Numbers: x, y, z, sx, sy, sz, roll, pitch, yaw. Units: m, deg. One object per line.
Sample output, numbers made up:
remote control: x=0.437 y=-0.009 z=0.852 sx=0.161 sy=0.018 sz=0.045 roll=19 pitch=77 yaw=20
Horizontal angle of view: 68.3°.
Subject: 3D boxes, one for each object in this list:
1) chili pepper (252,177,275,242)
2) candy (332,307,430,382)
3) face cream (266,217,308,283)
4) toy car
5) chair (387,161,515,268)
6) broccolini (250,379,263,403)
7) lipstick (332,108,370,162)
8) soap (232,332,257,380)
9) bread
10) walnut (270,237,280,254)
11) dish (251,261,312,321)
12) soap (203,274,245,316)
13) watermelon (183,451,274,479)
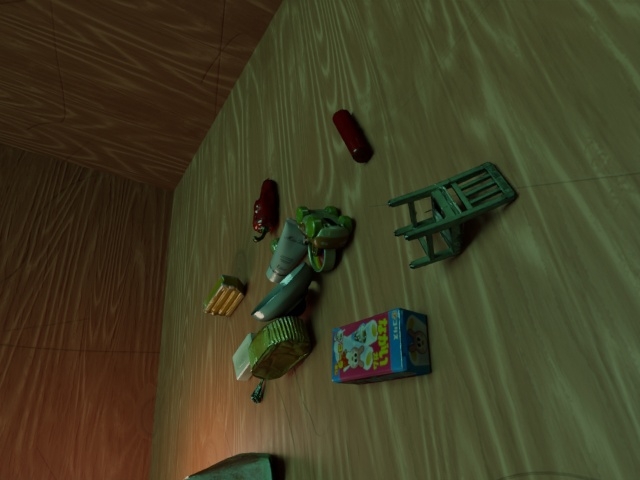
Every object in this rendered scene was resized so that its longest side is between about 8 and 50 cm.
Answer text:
chili pepper: x=-0.252 y=-0.144 z=2.155 sx=0.110 sy=0.110 sz=0.387 roll=-40 pitch=40 yaw=45
candy: x=0.153 y=0.296 z=1.279 sx=0.306 sy=0.100 sz=0.157 roll=-32 pitch=49 yaw=51
face cream: x=-0.121 y=0.042 z=1.839 sx=0.089 sy=0.143 sz=0.314 roll=-86 pitch=22 yaw=-51
toy car: x=0.000 y=0.000 z=1.652 sx=0.235 sy=0.145 sz=0.235 roll=178 pitch=90 yaw=-67
chair: x=0.318 y=-0.057 z=1.156 sx=0.271 sy=0.147 sz=0.136 roll=-21 pitch=48 yaw=1
broccolini: x=-0.225 y=0.539 z=1.871 sx=0.042 sy=0.044 sz=0.218 roll=-173 pitch=103 yaw=-75
lipstick: x=0.109 y=-0.376 z=1.683 sx=0.073 sy=0.073 sz=0.279 roll=-55 pitch=35 yaw=30
soap: x=-0.300 y=0.489 z=1.984 sx=0.183 sy=0.064 sz=0.121 roll=-56 pitch=37 yaw=31
bread: x=-0.148 y=0.375 z=1.669 sx=0.250 sy=0.179 sz=0.133 roll=-53 pitch=41 yaw=29
walnut: x=-0.166 y=0.030 z=1.945 sx=0.092 sy=0.092 sz=0.092 roll=-32 pitch=51 yaw=50
dish: x=-0.109 y=0.217 z=1.716 sx=0.273 sy=0.134 sz=0.273 roll=-44 pitch=5 yaw=5
soap: x=-0.456 y=0.269 z=2.264 sx=0.232 sy=0.140 sz=0.073 roll=-52 pitch=37 yaw=34
watermelon: x=-0.290 y=0.822 z=1.656 sx=0.250 sy=0.292 sz=0.283 roll=-49 pitch=25 yaw=-15
